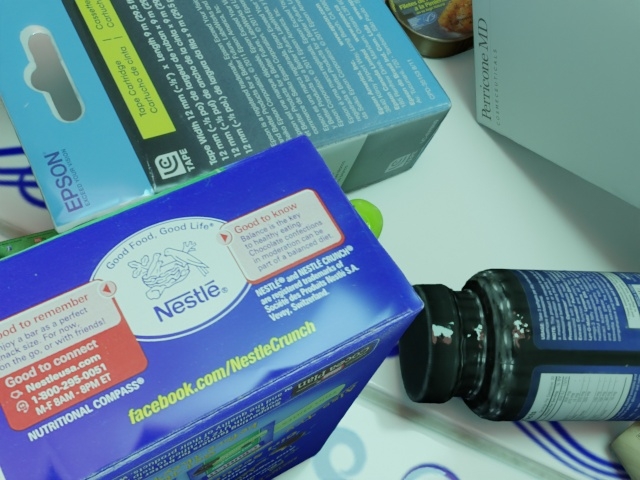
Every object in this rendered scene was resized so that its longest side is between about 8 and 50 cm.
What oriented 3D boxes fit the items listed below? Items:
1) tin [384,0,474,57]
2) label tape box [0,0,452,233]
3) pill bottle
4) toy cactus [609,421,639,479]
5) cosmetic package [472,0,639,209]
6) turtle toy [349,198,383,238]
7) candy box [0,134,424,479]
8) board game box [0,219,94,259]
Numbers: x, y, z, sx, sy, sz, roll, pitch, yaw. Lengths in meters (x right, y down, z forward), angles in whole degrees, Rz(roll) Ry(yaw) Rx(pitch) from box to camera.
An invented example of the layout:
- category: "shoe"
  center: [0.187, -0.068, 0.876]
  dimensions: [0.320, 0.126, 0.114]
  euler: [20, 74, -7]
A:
- category: "tin"
  center: [0.154, -0.256, 0.872]
  dimensions: [0.189, 0.040, 0.106]
  euler: [-23, 75, -19]
- category: "label tape box"
  center: [-0.099, -0.141, 0.710]
  dimensions: [0.347, 0.115, 0.249]
  euler: [-21, 70, -24]
- category: "pill bottle"
  center: [0.180, 0.084, 0.665]
  dimensions: [0.219, 0.123, 0.123]
  euler: [2, 64, -9]
- category: "toy cactus"
  center: [0.305, 0.220, 0.644]
  dimensions: [0.219, 0.112, 0.180]
  euler: [-35, 65, -14]
- category: "cosmetic package"
  center: [0.299, -0.138, 0.670]
  dimensions: [0.155, 0.197, 0.365]
  euler: [-29, 41, -21]
- category: "turtle toy"
  center: [0.000, 0.000, 0.704]
  dimensions: [0.130, 0.066, 0.095]
  euler: [-21, 93, -22]
- category: "candy box"
  center: [-0.114, 0.107, 0.492]
  dimensions: [0.268, 0.317, 0.122]
  euler: [-25, 70, -21]
- category: "board game box"
  center: [-0.248, 0.066, 0.650]
  dimensions: [0.259, 0.030, 0.136]
  euler: [-15, 66, -16]
